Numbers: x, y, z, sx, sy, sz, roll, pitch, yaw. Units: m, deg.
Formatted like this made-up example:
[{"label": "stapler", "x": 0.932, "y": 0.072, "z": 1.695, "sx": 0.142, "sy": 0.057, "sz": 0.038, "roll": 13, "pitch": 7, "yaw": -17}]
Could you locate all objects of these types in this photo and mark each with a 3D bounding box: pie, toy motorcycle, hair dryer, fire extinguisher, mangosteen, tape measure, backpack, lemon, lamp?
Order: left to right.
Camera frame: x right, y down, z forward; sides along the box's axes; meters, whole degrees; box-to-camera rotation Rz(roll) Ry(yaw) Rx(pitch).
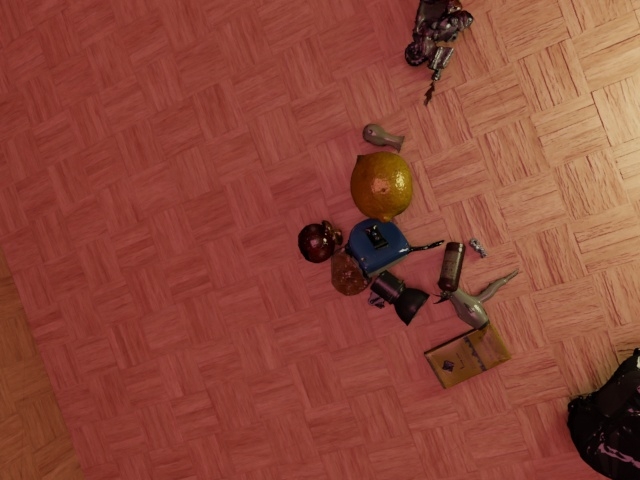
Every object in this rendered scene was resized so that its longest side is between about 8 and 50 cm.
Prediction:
[{"label": "mangosteen", "x": 0.000, "y": 0.000, "z": 1.720, "sx": 0.180, "sy": 0.166, "sz": 0.166, "roll": -30, "pitch": 87, "yaw": -3}, {"label": "pie", "x": 0.119, "y": 0.119, "z": 1.738, "sx": 0.195, "sy": 0.046, "sz": 0.195, "roll": 2, "pitch": 94, "yaw": 31}, {"label": "lemon", "x": 0.219, "y": -0.189, "z": 1.613, "sx": 0.228, "sy": 0.228, "sz": 0.254, "roll": -6, "pitch": 93, "yaw": 14}, {"label": "tape measure", "x": 0.267, "y": -0.006, "z": 1.664, "sx": 0.351, "sy": 0.098, "sz": 0.215, "roll": -24, "pitch": 57, "yaw": -13}, {"label": "lamp", "x": 0.274, "y": 0.201, "z": 1.689, "sx": 0.227, "sy": 0.147, "sz": 0.172, "roll": 36, "pitch": 99, "yaw": 16}, {"label": "toy motorcycle", "x": 0.406, "y": -0.689, "z": 1.577, "sx": 0.207, "sy": 0.134, "sz": 0.401, "roll": 17, "pitch": 97, "yaw": 18}, {"label": "fire extinguisher", "x": 0.461, "y": 0.123, "z": 1.629, "sx": 0.099, "sy": 0.071, "sz": 0.231, "roll": 2, "pitch": 71, "yaw": 48}, {"label": "hair dryer", "x": 0.562, "y": 0.166, "z": 1.652, "sx": 0.229, "sy": 0.092, "sz": 0.267, "roll": 31, "pitch": 87, "yaw": 16}, {"label": "backpack", "x": 1.054, "y": 0.578, "z": 1.466, "sx": 0.363, "sy": 0.255, "sz": 0.446, "roll": 28, "pitch": 115, "yaw": 11}]

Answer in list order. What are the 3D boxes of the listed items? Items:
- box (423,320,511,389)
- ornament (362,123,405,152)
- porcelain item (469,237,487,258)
[{"label": "box", "x": 0.549, "y": 0.433, "z": 1.681, "sx": 0.279, "sy": 0.041, "sz": 0.153, "roll": -31, "pitch": 88, "yaw": 15}, {"label": "ornament", "x": 0.232, "y": -0.383, "z": 1.676, "sx": 0.156, "sy": 0.081, "sz": 0.075, "roll": 21, "pitch": 66, "yaw": 8}, {"label": "porcelain item", "x": 0.578, "y": 0.027, "z": 1.646, "sx": 0.036, "sy": 0.028, "sz": 0.083, "roll": -37, "pitch": 86, "yaw": 0}]
